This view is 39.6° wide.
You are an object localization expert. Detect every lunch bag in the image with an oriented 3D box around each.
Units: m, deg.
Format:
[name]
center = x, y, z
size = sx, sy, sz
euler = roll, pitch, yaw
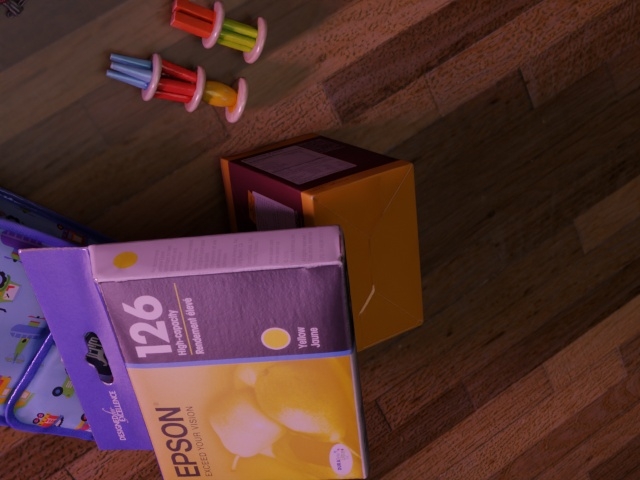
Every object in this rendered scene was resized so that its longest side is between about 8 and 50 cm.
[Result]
[lunch bag]
center = -0.294, 0.090, 0.957
size = 0.293, 0.138, 0.221
euler = 25, 98, -38

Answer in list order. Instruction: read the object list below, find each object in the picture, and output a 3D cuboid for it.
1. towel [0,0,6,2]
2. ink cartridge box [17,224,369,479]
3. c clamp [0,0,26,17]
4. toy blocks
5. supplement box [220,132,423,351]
[towel]
center = -0.267, -0.356, 0.811
size = 0.329, 0.037, 0.237
euler = -23, 123, -11
[ink cartridge box]
center = -0.115, 0.130, 0.887
size = 0.307, 0.072, 0.303
euler = -6, 129, 3
[c clamp]
center = -0.362, -0.256, 0.851
size = 0.161, 0.022, 0.137
euler = 34, 98, -32
[toy blocks]
center = -0.143, -0.201, 0.947
size = 0.148, 0.054, 0.123
euler = 12, 104, -27
[supplement box]
center = 0.000, 0.000, 0.994
size = 0.129, 0.194, 0.191
euler = -19, 116, -28
